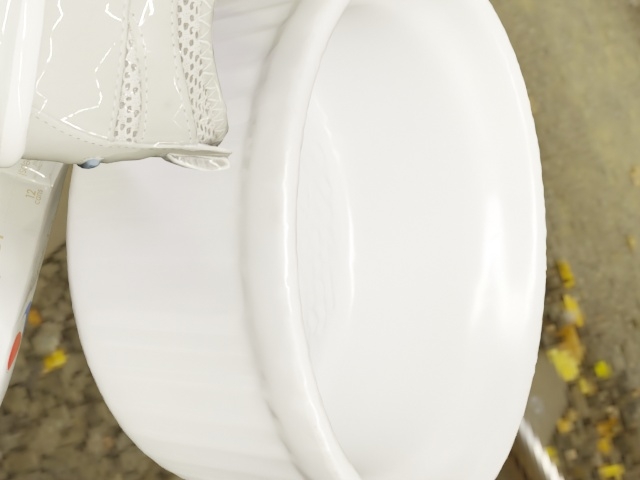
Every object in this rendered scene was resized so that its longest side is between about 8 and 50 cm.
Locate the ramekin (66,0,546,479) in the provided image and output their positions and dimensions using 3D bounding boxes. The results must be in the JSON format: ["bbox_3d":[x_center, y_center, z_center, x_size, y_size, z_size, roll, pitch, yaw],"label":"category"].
[{"bbox_3d":[0.000,0.000,0.736,0.277,0.135,0.277,2,88,-59],"label":"ramekin"}]

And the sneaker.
[{"bbox_3d":[-0.051,-0.154,0.464,0.115,0.105,0.281,12,97,-23],"label":"sneaker"}]

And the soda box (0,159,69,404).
[{"bbox_3d":[-0.215,0.024,0.923,0.074,0.216,0.069,19,34,-6],"label":"soda box"}]
